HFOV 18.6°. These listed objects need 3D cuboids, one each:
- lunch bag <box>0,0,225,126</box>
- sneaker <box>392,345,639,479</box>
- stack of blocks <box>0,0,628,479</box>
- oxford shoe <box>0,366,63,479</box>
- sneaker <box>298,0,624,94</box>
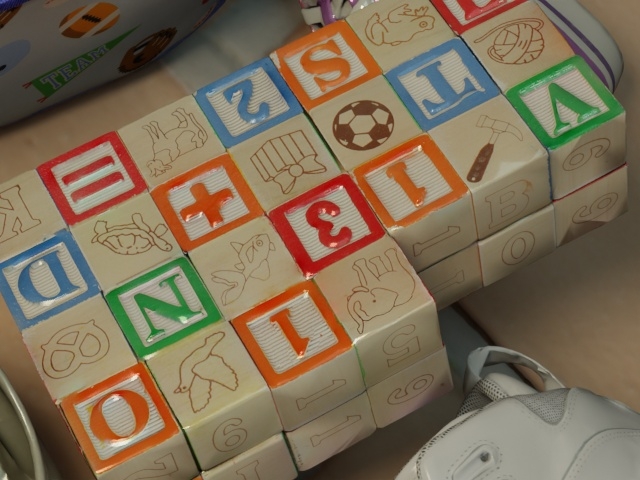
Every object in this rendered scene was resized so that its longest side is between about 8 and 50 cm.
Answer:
[{"bbox_3d":[-0.159,-0.138,0.932,0.303,0.243,0.115,-29,81,-29],"label":"lunch bag"},{"bbox_3d":[0.094,0.216,0.908,0.210,0.137,0.366,31,55,-1],"label":"sneaker"},{"bbox_3d":[0.000,0.000,0.945,0.297,0.087,0.171,-27,57,-9],"label":"stack of blocks"},{"bbox_3d":[-0.129,0.225,0.863,0.169,0.130,0.449,-24,81,-29],"label":"oxford shoe"},{"bbox_3d":[0.027,-0.119,1.079,0.282,0.102,0.161,36,64,-4],"label":"sneaker"}]
